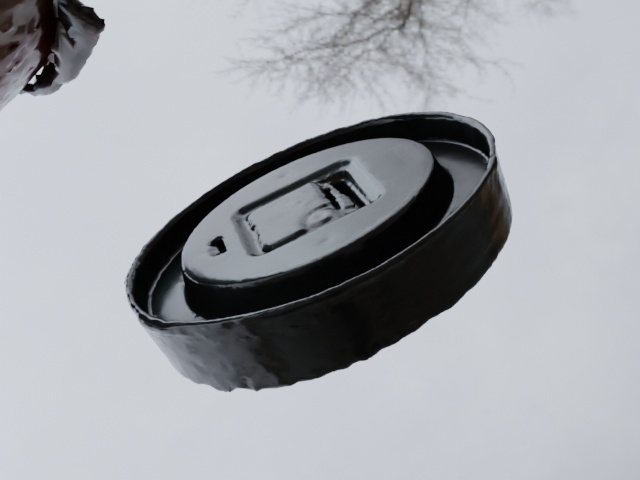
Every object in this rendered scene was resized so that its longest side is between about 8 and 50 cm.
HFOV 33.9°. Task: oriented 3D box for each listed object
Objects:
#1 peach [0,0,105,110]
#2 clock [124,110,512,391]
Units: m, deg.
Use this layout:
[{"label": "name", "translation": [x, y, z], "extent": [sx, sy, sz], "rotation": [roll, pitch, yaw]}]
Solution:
[{"label": "peach", "translation": [-0.300, -0.171, 0.525], "extent": [0.339, 0.417, 0.353], "rotation": [55, -151, -10]}, {"label": "clock", "translation": [0.000, 0.000, 0.488], "extent": [0.184, 0.185, 0.040], "rotation": [-39, -63, -29]}]
